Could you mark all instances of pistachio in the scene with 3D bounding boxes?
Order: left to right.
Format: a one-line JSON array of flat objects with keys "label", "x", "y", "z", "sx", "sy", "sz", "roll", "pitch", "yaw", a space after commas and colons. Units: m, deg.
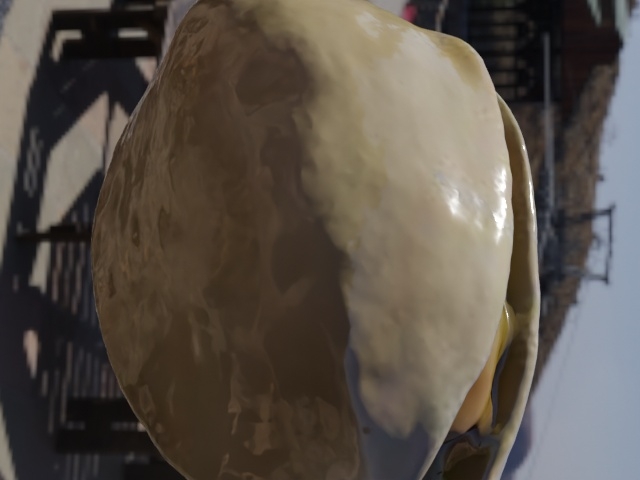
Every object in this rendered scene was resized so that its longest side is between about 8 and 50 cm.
[{"label": "pistachio", "x": 0.000, "y": 0.000, "z": 0.404, "sx": 0.126, "sy": 0.152, "sz": 0.223, "roll": 59, "pitch": 10, "yaw": -50}]
